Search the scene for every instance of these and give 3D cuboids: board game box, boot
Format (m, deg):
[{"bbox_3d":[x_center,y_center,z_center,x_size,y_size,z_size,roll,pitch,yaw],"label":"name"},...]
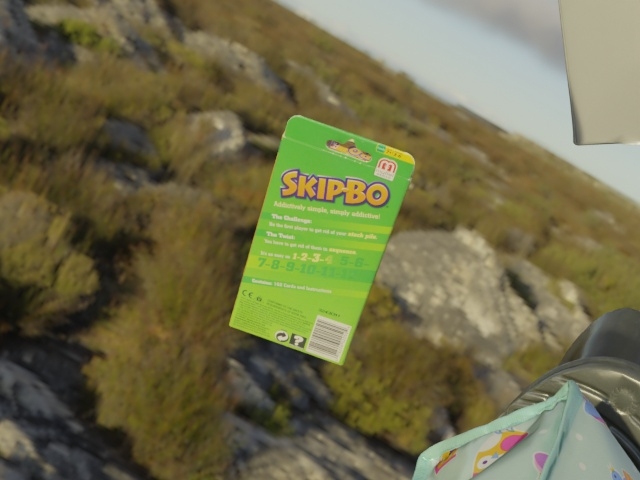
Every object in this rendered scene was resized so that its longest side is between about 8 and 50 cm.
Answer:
[{"bbox_3d":[0.000,0.000,1.215,0.124,0.259,0.039,19,38,2],"label":"board game box"},{"bbox_3d":[0.282,0.185,1.293,0.146,0.367,0.445,36,32,14],"label":"boot"}]

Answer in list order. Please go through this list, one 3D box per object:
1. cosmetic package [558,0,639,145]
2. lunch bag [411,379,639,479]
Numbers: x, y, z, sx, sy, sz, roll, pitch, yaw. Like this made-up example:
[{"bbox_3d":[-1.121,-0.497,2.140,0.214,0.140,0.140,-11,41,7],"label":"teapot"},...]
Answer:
[{"bbox_3d":[0.305,-0.219,1.246,0.127,0.237,0.107,1,30,22],"label":"cosmetic package"},{"bbox_3d":[0.124,0.238,0.676,0.223,0.160,0.262,55,29,-7],"label":"lunch bag"}]
